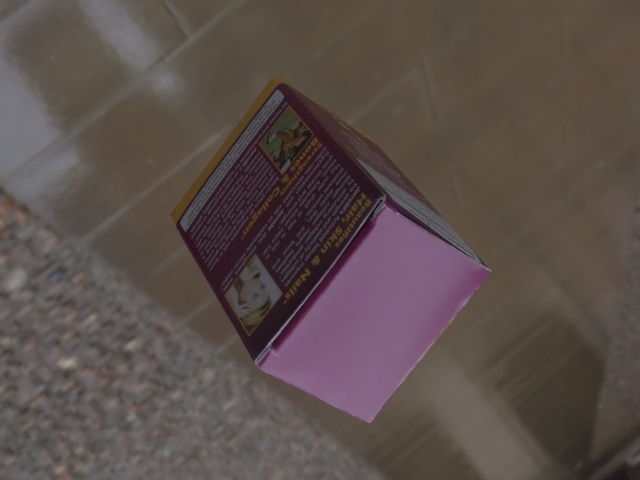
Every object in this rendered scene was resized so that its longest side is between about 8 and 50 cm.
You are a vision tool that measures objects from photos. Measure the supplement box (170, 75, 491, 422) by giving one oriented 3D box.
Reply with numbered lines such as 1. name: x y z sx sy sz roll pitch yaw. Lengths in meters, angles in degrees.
1. supplement box: 0.000 0.000 0.393 0.043 0.083 0.055 31 103 -33
